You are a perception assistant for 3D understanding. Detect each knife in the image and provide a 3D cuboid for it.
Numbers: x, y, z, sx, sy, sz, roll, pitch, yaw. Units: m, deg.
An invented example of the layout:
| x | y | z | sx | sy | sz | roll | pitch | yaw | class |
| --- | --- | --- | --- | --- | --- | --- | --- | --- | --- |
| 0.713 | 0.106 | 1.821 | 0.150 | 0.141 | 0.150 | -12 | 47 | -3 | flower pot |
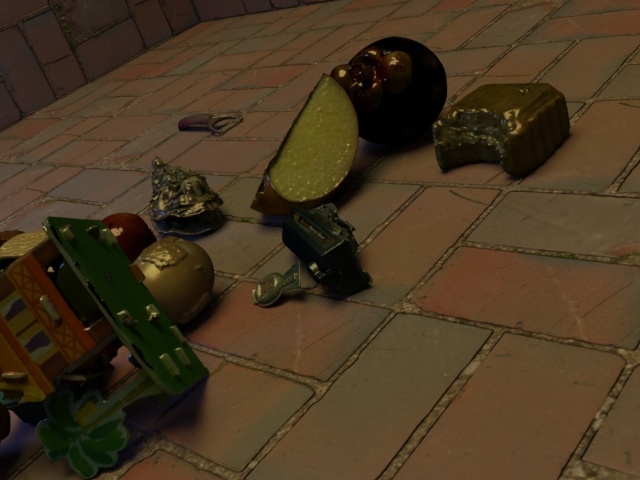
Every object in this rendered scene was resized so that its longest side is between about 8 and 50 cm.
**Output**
| x | y | z | sx | sy | sz | roll | pitch | yaw | class |
| --- | --- | --- | --- | --- | --- | --- | --- | --- | --- |
| -0.381 | -0.394 | 2.543 | 0.278 | 0.053 | 0.123 | 9 | 34 | 43 | knife |

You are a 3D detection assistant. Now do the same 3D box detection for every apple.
| x | y | z | sx | sy | sz | roll | pitch | yaw | class |
| --- | --- | --- | --- | --- | --- | --- | --- | --- | --- |
| -0.034 | -0.199 | 1.760 | 0.254 | 0.179 | 0.346 | 8 | 62 | 35 | apple |

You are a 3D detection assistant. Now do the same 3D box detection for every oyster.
| x | y | z | sx | sy | sz | roll | pitch | yaw | class |
| --- | --- | --- | --- | --- | --- | --- | --- | --- | --- |
| -0.354 | -0.113 | 1.914 | 0.162 | 0.158 | 0.351 | 4 | 28 | -32 | oyster |

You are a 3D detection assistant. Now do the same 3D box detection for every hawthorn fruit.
| x | y | z | sx | sy | sz | roll | pitch | yaw | class |
| --- | --- | --- | --- | --- | --- | --- | --- | --- | --- |
| -0.442 | 0.039 | 1.644 | 0.202 | 0.185 | 0.185 | -22 | 27 | 7 | hawthorn fruit |

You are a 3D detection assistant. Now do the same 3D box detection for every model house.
| x | y | z | sx | sy | sz | roll | pitch | yaw | class |
| --- | --- | --- | --- | --- | --- | --- | --- | --- | --- |
| -0.401 | 0.187 | 1.236 | 0.312 | 0.358 | 0.242 | -38 | -2 | 7 | model house |

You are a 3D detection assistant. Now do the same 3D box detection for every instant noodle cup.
| x | y | z | sx | sy | sz | roll | pitch | yaw | class |
| --- | --- | --- | --- | --- | --- | --- | --- | --- | --- |
| -0.471 | 0.256 | 1.379 | 0.179 | 0.070 | 0.157 | -16 | 26 | 12 | instant noodle cup |

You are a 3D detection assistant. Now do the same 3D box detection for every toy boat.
| x | y | z | sx | sy | sz | roll | pitch | yaw | class |
| --- | --- | --- | --- | --- | --- | --- | --- | --- | --- |
| 0.003 | -0.001 | 1.470 | 0.122 | 0.114 | 0.296 | -32 | 29 | -8 | toy boat |

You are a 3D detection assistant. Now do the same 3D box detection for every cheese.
| x | y | z | sx | sy | sz | roll | pitch | yaw | class |
| --- | --- | --- | --- | --- | --- | --- | --- | --- | --- |
| -0.082 | 0.084 | 1.436 | 0.120 | 0.026 | 0.067 | -28 | 49 | 29 | cheese |

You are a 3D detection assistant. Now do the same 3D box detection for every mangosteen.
| x | y | z | sx | sy | sz | roll | pitch | yaw | class |
| --- | --- | --- | --- | --- | --- | --- | --- | --- | --- |
| 0.154 | -0.365 | 1.840 | 0.274 | 0.275 | 0.302 | -3 | -9 | 31 | mangosteen |

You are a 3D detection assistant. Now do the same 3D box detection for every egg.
| x | y | z | sx | sy | sz | roll | pitch | yaw | class |
| --- | --- | --- | --- | --- | --- | --- | --- | --- | --- |
| -0.292 | 0.083 | 1.472 | 0.164 | 0.164 | 0.201 | 4 | 41 | 40 | egg |

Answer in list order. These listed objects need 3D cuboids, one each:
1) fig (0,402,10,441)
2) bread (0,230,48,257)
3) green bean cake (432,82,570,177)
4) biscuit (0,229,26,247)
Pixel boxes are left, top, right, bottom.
| x | y | z | sx | sy | sz | roll | pitch | yaw | class |
| --- | --- | --- | --- | --- | --- | --- | --- | --- | --- |
| -0.636 | 0.326 | 1.217 | 0.224 | 0.224 | 0.263 | 8 | 46 | 44 | fig |
| -0.737 | 0.022 | 1.970 | 0.192 | 0.036 | 0.112 | -13 | 46 | -20 | bread |
| 0.379 | -0.239 | 1.635 | 0.236 | 0.124 | 0.233 | 11 | 41 | 46 | green bean cake |
| -0.894 | 0.062 | 2.031 | 0.295 | 0.075 | 0.296 | -17 | 27 | 9 | biscuit |
